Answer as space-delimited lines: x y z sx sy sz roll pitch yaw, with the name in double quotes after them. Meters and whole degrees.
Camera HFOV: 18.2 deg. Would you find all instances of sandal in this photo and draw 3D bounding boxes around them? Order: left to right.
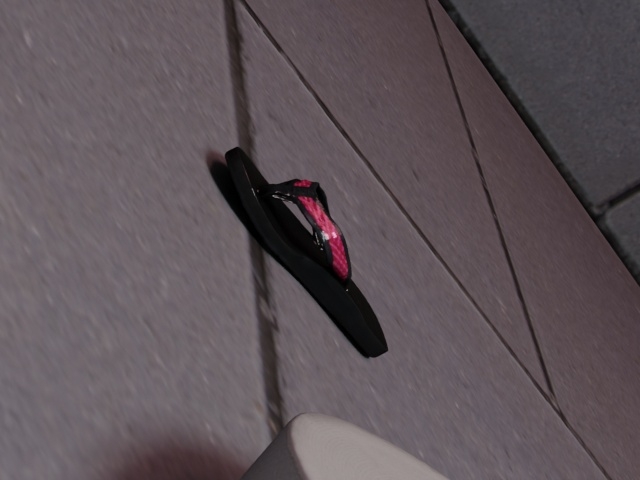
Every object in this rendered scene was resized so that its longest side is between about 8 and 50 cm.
0.000 0.000 1.206 0.179 0.040 0.067 49 16 -34 "sandal"

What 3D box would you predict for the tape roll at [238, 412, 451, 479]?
0.114 0.219 0.787 0.392 0.072 0.392 40 6 -5 "tape roll"
